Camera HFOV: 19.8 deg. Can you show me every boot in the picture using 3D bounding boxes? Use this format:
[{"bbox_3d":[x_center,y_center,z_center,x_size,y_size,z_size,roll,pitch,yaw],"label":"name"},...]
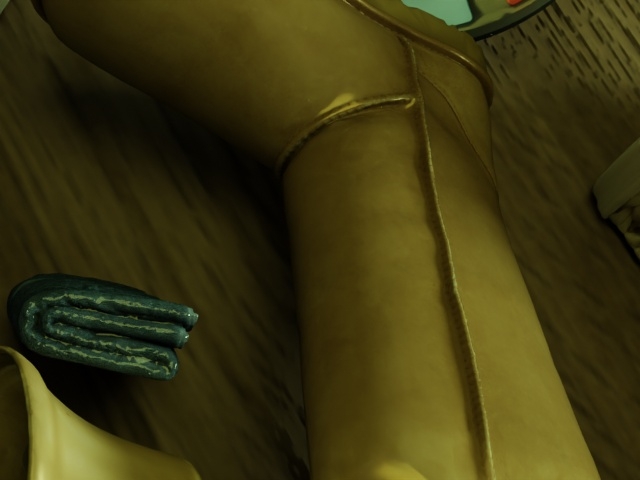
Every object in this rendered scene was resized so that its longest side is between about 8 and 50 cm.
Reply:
[{"bbox_3d":[0.000,0.000,0.720,0.236,0.089,0.269,15,46,-25],"label":"boot"}]

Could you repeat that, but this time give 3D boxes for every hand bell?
[{"bbox_3d":[-0.021,0.122,0.708,0.242,0.126,0.126,12,59,-26],"label":"hand bell"}]

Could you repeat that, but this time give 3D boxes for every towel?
[{"bbox_3d":[-0.088,0.030,0.712,0.067,0.119,0.029,12,90,-11],"label":"towel"}]

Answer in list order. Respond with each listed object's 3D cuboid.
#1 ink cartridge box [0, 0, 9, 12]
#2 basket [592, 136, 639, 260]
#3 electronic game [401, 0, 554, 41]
[{"bbox_3d":[-0.177,-0.263,0.836,0.211,0.121,0.289,28,58,-2],"label":"ink cartridge box"},{"bbox_3d":[0.218,-0.032,0.815,0.113,0.167,0.103,-25,79,-27],"label":"basket"},{"bbox_3d":[0.040,-0.203,0.872,0.229,0.048,0.229,0,82,-1],"label":"electronic game"}]
